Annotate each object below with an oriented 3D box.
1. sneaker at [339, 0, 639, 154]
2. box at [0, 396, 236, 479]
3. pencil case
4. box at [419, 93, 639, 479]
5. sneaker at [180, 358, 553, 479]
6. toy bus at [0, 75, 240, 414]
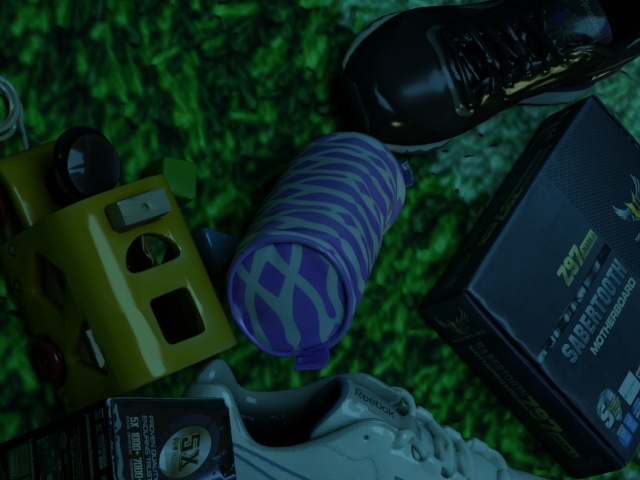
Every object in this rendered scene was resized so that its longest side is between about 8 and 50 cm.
[{"bbox_3d":[0.140,-0.148,1.340,0.283,0.124,0.107,-21,87,-40],"label":"sneaker"},{"bbox_3d":[-0.111,0.188,1.014,0.078,0.147,0.180,4,71,-36],"label":"box"},{"bbox_3d":[0.000,0.000,1.165,0.206,0.086,0.088,-58,140,-64],"label":"pencil case"},{"bbox_3d":[0.197,0.032,1.361,0.183,0.059,0.232,47,53,-13],"label":"box"},{"bbox_3d":[0.044,0.150,1.085,0.297,0.129,0.111,9,27,-10],"label":"sneaker"},{"bbox_3d":[-0.130,0.000,1.095,0.202,0.104,0.191,29,58,-27],"label":"toy bus"}]
